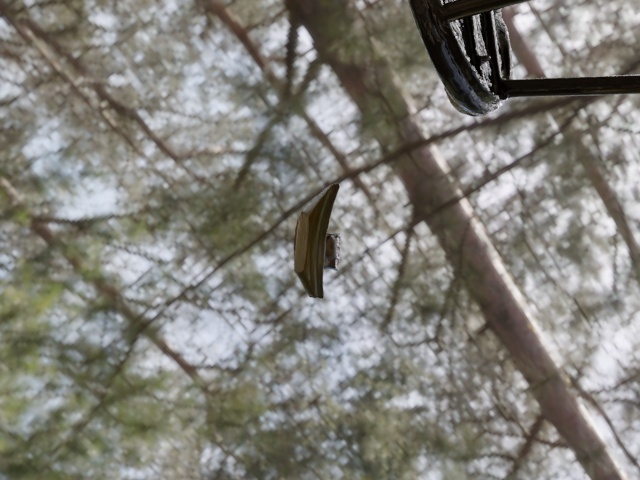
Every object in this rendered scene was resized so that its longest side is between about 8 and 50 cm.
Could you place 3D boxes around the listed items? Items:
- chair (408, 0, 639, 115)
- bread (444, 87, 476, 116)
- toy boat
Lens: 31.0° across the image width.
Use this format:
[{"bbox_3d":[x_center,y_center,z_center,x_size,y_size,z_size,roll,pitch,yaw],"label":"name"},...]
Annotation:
[{"bbox_3d":[0.319,-0.337,1.301,0.410,0.362,0.364,-16,-115,25],"label":"chair"},{"bbox_3d":[0.262,-0.253,1.897,0.157,0.083,0.094,115,-23,-56],"label":"bread"},{"bbox_3d":[0.000,0.000,1.697,0.065,0.066,0.172,169,-72,-67],"label":"toy boat"}]
